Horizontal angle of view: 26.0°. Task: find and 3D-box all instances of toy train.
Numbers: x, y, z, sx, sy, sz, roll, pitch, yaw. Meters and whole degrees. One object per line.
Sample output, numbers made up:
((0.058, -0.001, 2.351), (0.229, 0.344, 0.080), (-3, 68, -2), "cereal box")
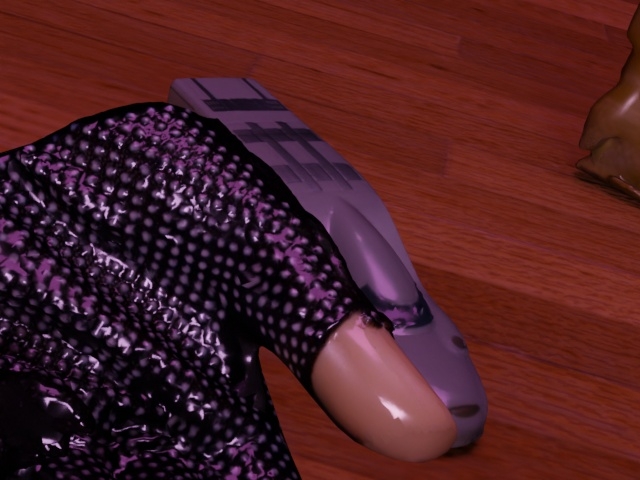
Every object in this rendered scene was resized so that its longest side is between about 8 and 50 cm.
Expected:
((0.000, 0.000, 0.571), (0.052, 0.051, 0.234), (-4, 30, -30), "toy train")

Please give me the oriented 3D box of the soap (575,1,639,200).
((0.340, -0.103, 0.717), (0.335, 0.293, 0.156), (30, 24, 32), "soap")

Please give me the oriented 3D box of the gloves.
((-0.044, 0.057, 0.390), (0.129, 0.106, 0.180), (-7, 61, -40), "gloves")
